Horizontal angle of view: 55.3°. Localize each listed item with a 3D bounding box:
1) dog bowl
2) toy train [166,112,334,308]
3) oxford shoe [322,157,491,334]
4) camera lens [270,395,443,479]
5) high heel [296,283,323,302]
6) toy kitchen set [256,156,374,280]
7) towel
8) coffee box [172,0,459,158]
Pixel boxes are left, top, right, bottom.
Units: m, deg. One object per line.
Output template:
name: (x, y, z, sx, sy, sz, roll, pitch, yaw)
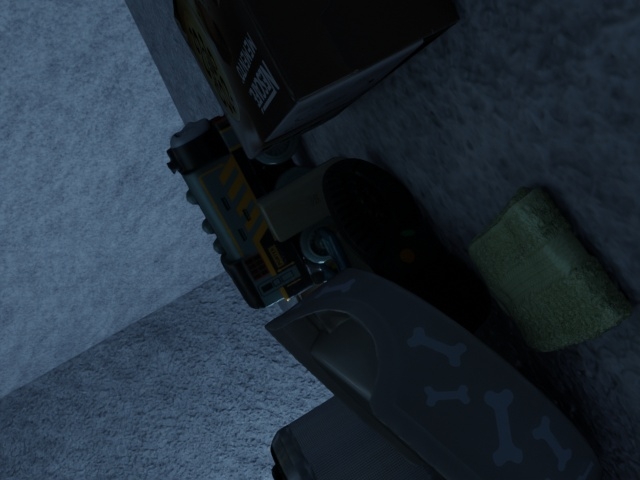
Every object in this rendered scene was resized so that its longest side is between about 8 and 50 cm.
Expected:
dog bowl: (0.107, 0.163, 0.596, 0.349, 0.102, 0.349, 40, 169, 9)
toy train: (-0.094, -0.054, 0.942, 0.333, 0.190, 0.142, 64, 169, -21)
oxford shoe: (0.074, 0.013, 0.625, 0.227, 0.083, 0.096, 56, 171, 21)
camera lens: (0.085, 0.306, 0.848, 0.219, 0.274, 0.219, 57, 170, 16)
high heel: (-0.016, 0.077, 1.198, 0.186, 0.093, 0.261, 70, 176, -71)
toy kitchen set: (0.000, 0.000, 0.832, 0.207, 0.122, 0.166, 64, 169, -19)
towel: (0.153, 0.028, 0.435, 0.110, 0.027, 0.148, 57, 170, 13)
coffee box: (-0.032, -0.178, 0.490, 0.168, 0.119, 0.297, 62, 170, -7)
